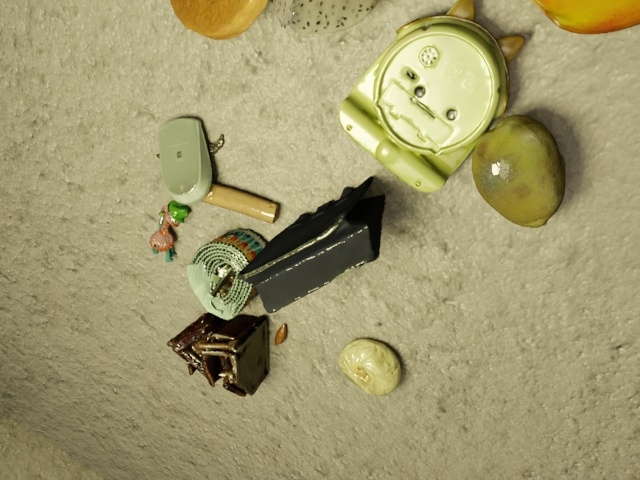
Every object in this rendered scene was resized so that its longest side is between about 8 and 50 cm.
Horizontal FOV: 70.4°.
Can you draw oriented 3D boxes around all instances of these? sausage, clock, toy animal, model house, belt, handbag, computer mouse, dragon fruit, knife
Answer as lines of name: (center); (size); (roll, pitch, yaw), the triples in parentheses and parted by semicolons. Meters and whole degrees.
sausage: (-0.254, -0.114, 1.239); (0.300, 0.066, 0.066); (16, 120, 11)
clock: (0.230, -0.300, 0.922); (0.286, 0.117, 0.348); (38, 123, -1)
toy animal: (-0.458, -0.031, 1.355); (0.103, 0.100, 0.209); (55, 135, 36)
model house: (-0.328, 0.347, 1.379); (0.282, 0.317, 0.298); (10, 106, 12)
belt: (-0.261, 0.092, 1.295); (0.207, 0.150, 0.258); (42, 122, 7)
handbag: (0.000, 0.000, 1.048); (0.303, 0.329, 0.122); (-29, 104, 25)
computer mouse: (-0.355, -0.208, 1.195); (0.127, 0.079, 0.231); (-5, 88, 12)
dragon fruit: (0.014, -0.555, 0.836); (0.203, 0.221, 0.283); (-12, 136, -21)
knife: (-0.352, -0.242, 1.233); (0.221, 0.021, 0.046); (-9, 106, 21)

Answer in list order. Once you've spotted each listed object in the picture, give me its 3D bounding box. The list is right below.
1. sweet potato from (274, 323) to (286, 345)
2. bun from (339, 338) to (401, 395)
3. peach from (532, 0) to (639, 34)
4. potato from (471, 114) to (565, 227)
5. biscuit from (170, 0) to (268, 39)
sweet potato: (-0.123, 0.296, 1.414); (0.034, 0.034, 0.095); (26, 123, 7)
bun: (0.141, 0.369, 1.303); (0.164, 0.111, 0.188); (-28, 107, 33)
peach: (0.489, -0.491, 0.655); (0.306, 0.242, 0.380); (42, 122, 3)
potato: (0.404, -0.126, 0.912); (0.174, 0.159, 0.251); (-38, 113, 6)
biscuit: (-0.206, -0.597, 0.895); (0.385, 0.062, 0.366); (19, 120, 44)
